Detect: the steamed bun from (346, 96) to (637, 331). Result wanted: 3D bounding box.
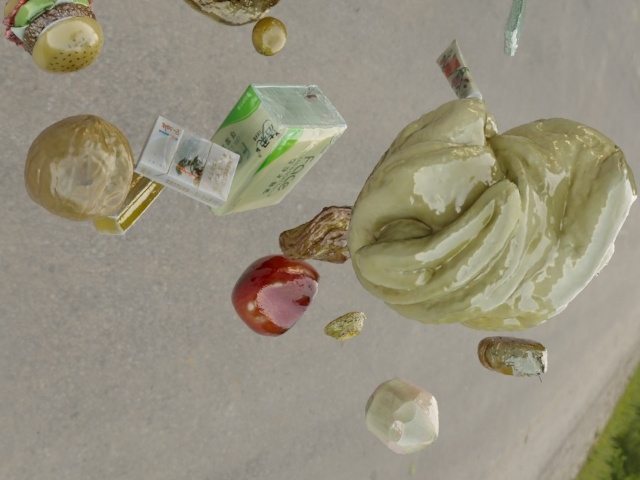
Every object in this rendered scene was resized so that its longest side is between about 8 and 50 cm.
[{"bbox_3d":[0.209,-0.036,0.817,0.230,0.372,0.324,19,87,-71],"label":"steamed bun"}]

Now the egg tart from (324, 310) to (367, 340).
[{"bbox_3d":[0.075,0.243,1.686,0.130,0.130,0.052,24,36,-57],"label":"egg tart"}]

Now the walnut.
[{"bbox_3d":[-0.490,-0.150,1.234,0.228,0.228,0.227,-26,122,-51],"label":"walnut"}]

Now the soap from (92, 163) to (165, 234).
[{"bbox_3d":[-0.522,-0.113,1.591,0.232,0.140,0.073,-64,149,-45],"label":"soap"}]

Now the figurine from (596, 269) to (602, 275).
[{"bbox_3d":[0.548,0.050,1.294,0.060,0.106,0.047,-62,144,-13],"label":"figurine"}]

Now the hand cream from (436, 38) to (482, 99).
[{"bbox_3d":[0.364,-0.426,1.569,0.050,0.080,0.234,13,47,-35],"label":"hand cream"}]

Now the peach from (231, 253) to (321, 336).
[{"bbox_3d":[-0.134,0.157,1.854,0.245,0.275,0.248,29,38,-47],"label":"peach"}]

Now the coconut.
[{"bbox_3d":[0.204,0.422,1.424,0.171,0.183,0.170,-24,127,-36],"label":"coconut"}]

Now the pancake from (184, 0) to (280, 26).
[{"bbox_3d":[-0.211,-0.619,1.430,0.282,0.283,0.048,37,43,-55],"label":"pancake"}]

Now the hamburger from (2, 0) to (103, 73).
[{"bbox_3d":[-0.485,-0.390,1.125,0.137,0.175,0.175,54,41,3],"label":"hamburger"}]

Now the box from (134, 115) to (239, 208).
[{"bbox_3d":[-0.335,-0.196,1.524,0.233,0.067,0.149,25,58,-24],"label":"box"}]

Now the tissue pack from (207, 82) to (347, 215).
[{"bbox_3d":[-0.167,-0.280,1.863,0.405,0.205,0.332,-44,164,35],"label":"tissue pack"}]

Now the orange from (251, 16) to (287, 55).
[{"bbox_3d":[-0.126,-0.495,1.464,0.085,0.085,0.095,34,75,-56],"label":"orange"}]

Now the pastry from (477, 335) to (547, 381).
[{"bbox_3d":[0.412,0.247,1.295,0.153,0.153,0.081,-4,105,-57],"label":"pastry"}]

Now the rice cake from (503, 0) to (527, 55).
[{"bbox_3d":[0.578,-0.667,1.769,0.127,0.043,0.237,58,45,-61],"label":"rice cake"}]

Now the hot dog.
[{"bbox_3d":[0.002,0.002,1.488,0.175,0.259,0.114,0,74,-33],"label":"hot dog"}]
